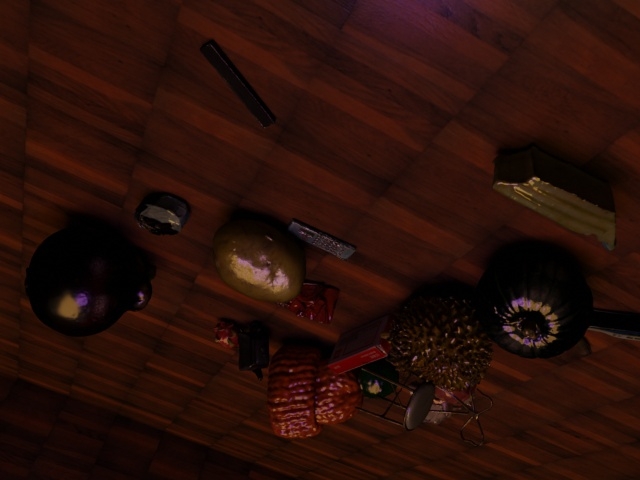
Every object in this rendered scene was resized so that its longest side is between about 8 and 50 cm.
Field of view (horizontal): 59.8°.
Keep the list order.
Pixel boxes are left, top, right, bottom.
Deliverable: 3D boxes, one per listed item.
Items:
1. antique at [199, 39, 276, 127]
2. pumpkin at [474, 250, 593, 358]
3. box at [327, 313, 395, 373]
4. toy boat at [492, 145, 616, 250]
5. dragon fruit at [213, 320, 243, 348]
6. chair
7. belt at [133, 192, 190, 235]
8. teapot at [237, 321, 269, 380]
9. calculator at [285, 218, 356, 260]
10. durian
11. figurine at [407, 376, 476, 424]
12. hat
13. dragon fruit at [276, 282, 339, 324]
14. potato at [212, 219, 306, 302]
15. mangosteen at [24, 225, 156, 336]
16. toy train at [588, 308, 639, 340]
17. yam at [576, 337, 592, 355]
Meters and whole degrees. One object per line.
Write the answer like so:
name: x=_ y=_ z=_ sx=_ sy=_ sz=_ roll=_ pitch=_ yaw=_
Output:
antique: x=-0.149 y=-0.284 z=1.028 sx=0.031 sy=0.015 sz=0.192 roll=-15 pitch=134 yaw=32
pumpkin: x=0.455 y=0.144 z=1.199 sx=0.250 sy=0.216 sz=0.249 roll=10 pitch=118 yaw=19
box: x=0.121 y=0.295 z=1.578 sx=0.050 sy=0.123 sz=0.229 roll=41 pitch=137 yaw=-15
toy boat: x=0.441 y=-0.082 z=1.001 sx=0.276 sy=0.111 sz=0.084 roll=27 pitch=136 yaw=-12
dragon fruit: x=-0.286 y=0.306 z=1.770 sx=0.086 sy=0.081 sz=0.116 roll=-18 pitch=132 yaw=22
chair: x=0.271 y=0.438 z=1.496 sx=0.326 sy=0.159 sz=0.170 roll=19 pitch=-166 yaw=35
belt: x=-0.385 y=-0.065 z=1.354 sx=0.140 sy=0.058 sz=0.105 roll=1 pitch=135 yaw=23
teapot: x=-0.195 y=0.340 z=1.713 sx=0.087 sy=0.177 sz=0.096 roll=2 pitch=171 yaw=-33
calculator: x=0.000 y=0.000 z=1.335 sx=0.172 sy=0.018 sz=0.057 roll=26 pitch=140 yaw=-11
durian: x=0.294 y=0.249 z=1.381 sx=0.258 sy=0.258 sz=0.293 roll=25 pitch=157 yaw=-12
figurine: x=0.371 y=0.435 z=1.633 sx=0.207 sy=0.166 sz=0.387 roll=11 pitch=144 yaw=1
hat: x=0.039 y=0.471 z=1.745 sx=0.400 sy=0.285 sz=0.285 roll=1 pitch=142 yaw=0
dragon fruit: x=-0.048 y=0.143 z=1.511 sx=0.192 sy=0.122 sz=0.092 roll=17 pitch=103 yaw=3
potato: x=-0.145 y=0.048 z=1.334 sx=0.228 sy=0.148 sz=0.197 roll=9 pitch=130 yaw=-4
mangosteen: x=-0.609 y=0.117 z=1.472 sx=0.313 sy=0.297 sz=0.297 roll=25 pitch=142 yaw=-7
toy train: x=0.710 y=0.200 z=1.313 sx=0.234 sy=0.052 sz=0.051 roll=6 pitch=146 yaw=12
yam: x=0.655 y=0.250 z=1.412 sx=0.129 sy=0.027 sz=0.033 roll=45 pitch=173 yaw=-36
